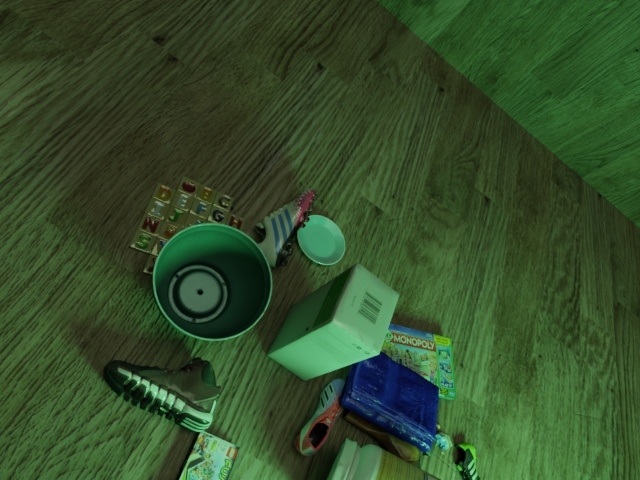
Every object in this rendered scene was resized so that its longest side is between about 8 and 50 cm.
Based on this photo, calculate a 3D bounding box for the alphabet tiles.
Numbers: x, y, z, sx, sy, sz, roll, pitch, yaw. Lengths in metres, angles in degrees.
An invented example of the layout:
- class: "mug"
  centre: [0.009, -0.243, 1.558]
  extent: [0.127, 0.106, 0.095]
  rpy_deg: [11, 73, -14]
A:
- class: "alphabet tiles"
  centre: [-0.381, -0.025, 1.323]
  extent: [0.285, 0.011, 0.342]
  rpy_deg: [23, 56, -20]

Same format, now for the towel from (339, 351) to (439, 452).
- class: "towel"
  centre: [0.219, 0.453, 1.326]
  extent: [0.308, 0.076, 0.227]
  rpy_deg: [33, 44, -8]

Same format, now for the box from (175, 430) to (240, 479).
- class: "box"
  centre: [-0.284, 0.575, 1.058]
  extent: [0.114, 0.036, 0.206]
  rpy_deg: [31, 54, -15]

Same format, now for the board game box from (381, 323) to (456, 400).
- class: "board game box"
  centre: [0.317, 0.409, 1.510]
  extent: [0.318, 0.046, 0.213]
  rpy_deg: [17, 59, -24]

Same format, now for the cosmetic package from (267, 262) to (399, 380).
- class: "cosmetic package"
  centre: [0.025, 0.235, 1.214]
  extent: [0.155, 0.366, 0.196]
  rpy_deg: [37, 50, -12]

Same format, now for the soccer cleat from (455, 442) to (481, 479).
- class: "soccer cleat"
  centre: [0.473, 0.745, 1.431]
  extent: [0.073, 0.060, 0.178]
  rpy_deg: [10, 55, -17]

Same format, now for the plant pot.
- class: "plant pot"
  centre: [-0.299, 0.122, 1.169]
  extent: [0.293, 0.196, 0.292]
  rpy_deg: [10, 69, -26]

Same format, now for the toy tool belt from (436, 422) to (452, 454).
- class: "toy tool belt"
  centre: [0.383, 0.635, 1.431]
  extent: [0.051, 0.052, 0.083]
  rpy_deg: [-21, 78, -46]

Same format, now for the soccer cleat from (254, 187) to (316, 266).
- class: "soccer cleat"
  centre: [-0.122, -0.064, 1.433]
  extent: [0.143, 0.116, 0.331]
  rpy_deg: [22, 53, 5]

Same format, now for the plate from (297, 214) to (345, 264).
- class: "plate"
  centre: [0.000, 0.000, 1.538]
  extent: [0.188, 0.024, 0.188]
  rpy_deg: [15, 58, -26]

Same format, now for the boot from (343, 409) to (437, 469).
- class: "boot"
  centre: [0.187, 0.594, 1.307]
  extent: [0.280, 0.096, 0.264]
  rpy_deg: [40, 60, -3]

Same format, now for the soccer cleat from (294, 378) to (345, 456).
- class: "soccer cleat"
  centre: [0.019, 0.490, 1.251]
  extent: [0.083, 0.095, 0.248]
  rpy_deg: [46, 52, -4]

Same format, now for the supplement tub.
- class: "supplement tub"
  centre: [0.167, 0.664, 1.122]
  extent: [0.317, 0.228, 0.228]
  rpy_deg: [25, 52, 10]

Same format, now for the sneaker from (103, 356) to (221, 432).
- class: "sneaker"
  centre: [-0.372, 0.338, 1.102]
  extent: [0.281, 0.106, 0.162]
  rpy_deg: [36, 38, -13]
